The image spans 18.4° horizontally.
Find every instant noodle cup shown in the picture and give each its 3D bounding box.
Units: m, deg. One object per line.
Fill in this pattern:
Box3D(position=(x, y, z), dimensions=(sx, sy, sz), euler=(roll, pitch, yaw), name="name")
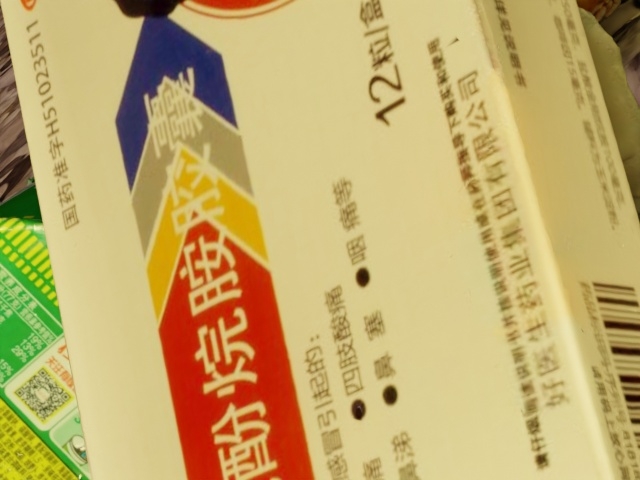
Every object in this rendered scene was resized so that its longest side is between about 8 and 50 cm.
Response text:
Box3D(position=(-0.125, 0.054, 0.989), dimensions=(0.207, 0.207, 0.233), euler=(-38, 11, 15), name="instant noodle cup")

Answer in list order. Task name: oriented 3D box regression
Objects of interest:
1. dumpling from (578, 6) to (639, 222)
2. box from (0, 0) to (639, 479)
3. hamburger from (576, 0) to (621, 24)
Box3D(position=(0.026, -0.037, 0.823), dimensions=(0.175, 0.227, 0.243), euler=(-61, 22, 7), name="dumpling")
Box3D(position=(0.000, 0.000, 0.653), dimensions=(0.214, 0.069, 0.353), euler=(-28, 66, 39), name="box")
Box3D(position=(0.084, -0.153, 1.088), dimensions=(0.237, 0.147, 0.237), euler=(-49, 7, 8), name="hamburger")
